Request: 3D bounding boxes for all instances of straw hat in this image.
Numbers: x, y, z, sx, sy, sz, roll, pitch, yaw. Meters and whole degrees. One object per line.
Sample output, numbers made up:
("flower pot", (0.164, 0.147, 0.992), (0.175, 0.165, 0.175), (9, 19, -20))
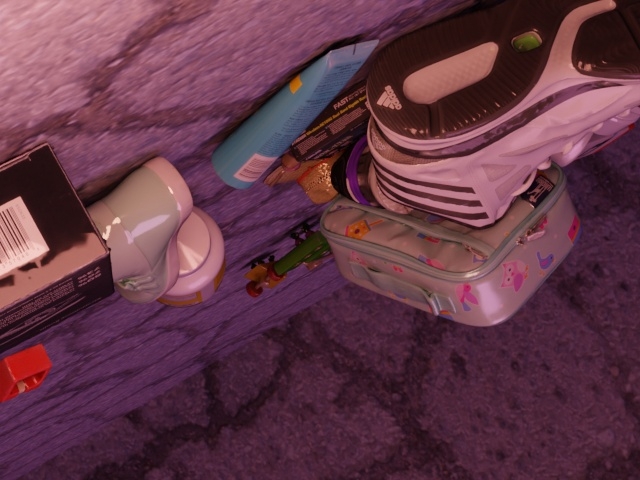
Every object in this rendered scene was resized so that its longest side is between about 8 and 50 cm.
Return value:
("straw hat", (0.008, -0.079, 2.066), (0.144, 0.061, 0.144), (-30, 174, -4))

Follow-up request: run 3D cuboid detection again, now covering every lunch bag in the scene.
("lunch bag", (0.150, -0.016, 1.990), (0.279, 0.108, 0.224), (18, -131, 42))

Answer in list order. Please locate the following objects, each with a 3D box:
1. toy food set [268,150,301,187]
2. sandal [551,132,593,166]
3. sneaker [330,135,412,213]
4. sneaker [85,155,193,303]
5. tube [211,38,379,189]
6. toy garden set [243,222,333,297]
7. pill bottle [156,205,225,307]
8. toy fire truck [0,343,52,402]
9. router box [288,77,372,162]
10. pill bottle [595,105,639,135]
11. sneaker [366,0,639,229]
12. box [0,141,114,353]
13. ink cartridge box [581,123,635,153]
("toy food set", (-0.011, -0.108, 1.968), (0.122, 0.019, 0.078), (-35, 176, -23))
("sandal", (0.195, -0.147, 2.141), (0.416, 0.102, 0.169), (-16, -137, 55))
("sneaker", (0.119, -0.140, 1.988), (0.293, 0.102, 0.146), (-40, -156, -30))
("sneaker", (-0.217, 0.018, 1.679), (0.151, 0.094, 0.256), (-33, 165, -23))
("tube", (-0.028, -0.126, 1.647), (0.207, 0.052, 0.080), (-41, 172, 37))
("toy garden set", (0.000, 0.000, 2.701), (0.204, 0.049, 0.244), (-37, 171, 39))
("pill bottle", (-0.157, 0.015, 1.885), (0.103, 0.103, 0.184), (-29, 173, -7))
("toy fire truck", (-0.347, 0.111, 1.655), (0.047, 0.135, 0.192), (-23, 171, -43))
("router box", (0.031, -0.133, 1.861), (0.122, 0.038, 0.092), (-33, 172, 23))
("pill bottle", (0.427, -0.254, 2.112), (0.161, 0.161, 0.283), (-23, 170, -47))
("sneaker", (0.249, -0.160, 1.825), (0.448, 0.169, 0.257), (-19, 156, -11))
("box", (-0.265, 0.019, 1.435), (0.153, 0.108, 0.207), (-29, 174, -11))
("ink cartridge box", (0.361, -0.190, 2.429), (0.078, 0.134, 0.231), (-35, 172, 34))
